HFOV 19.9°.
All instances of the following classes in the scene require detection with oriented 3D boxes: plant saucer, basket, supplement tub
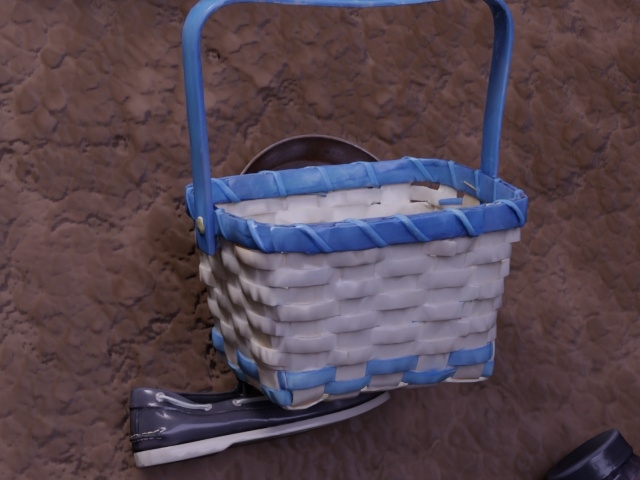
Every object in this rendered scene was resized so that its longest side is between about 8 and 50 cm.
[{"bbox_3d":[0.000,0.000,1.446,0.168,0.029,0.168,7,72,-22],"label":"plant saucer"},{"bbox_3d":[0.019,-0.036,1.317,0.254,0.201,0.289,-3,107,-25],"label":"basket"},{"bbox_3d":[0.262,0.248,1.442,0.106,0.106,0.198,-36,91,-28],"label":"supplement tub"}]

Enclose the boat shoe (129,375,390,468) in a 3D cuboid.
[{"bbox_3d":[-0.045,0.119,1.366,0.206,0.075,0.065,-12,83,-21],"label":"boat shoe"}]
